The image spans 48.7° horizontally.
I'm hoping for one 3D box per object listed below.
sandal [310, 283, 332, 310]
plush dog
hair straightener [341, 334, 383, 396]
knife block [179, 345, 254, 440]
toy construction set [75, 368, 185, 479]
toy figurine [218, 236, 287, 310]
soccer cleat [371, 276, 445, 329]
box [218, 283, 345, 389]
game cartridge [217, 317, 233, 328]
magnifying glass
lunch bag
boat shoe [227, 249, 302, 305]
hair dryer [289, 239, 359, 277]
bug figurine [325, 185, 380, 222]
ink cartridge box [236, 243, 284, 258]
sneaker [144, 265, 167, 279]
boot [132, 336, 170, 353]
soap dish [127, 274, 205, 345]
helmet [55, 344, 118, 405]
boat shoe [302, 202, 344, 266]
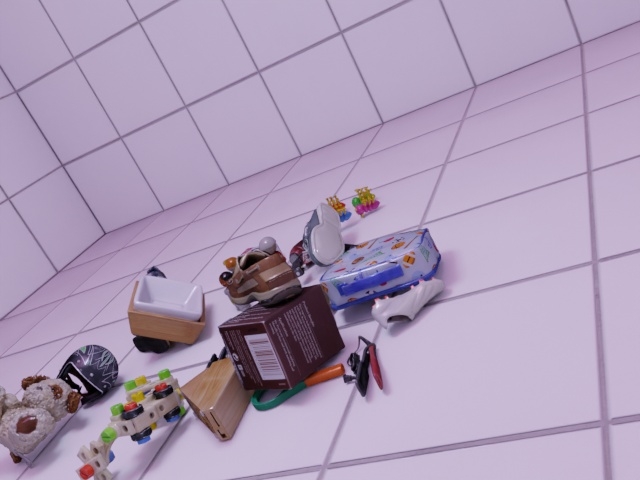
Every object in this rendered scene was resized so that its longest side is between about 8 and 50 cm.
[{"bbox_3d":[0.007,0.157,1.920,0.240,0.088,0.079,-40,-11,-52],"label":"sandal"},{"bbox_3d":[-0.782,0.475,1.954,0.262,0.211,0.225,17,40,28],"label":"plush dog"},{"bbox_3d":[0.081,0.266,1.516,0.089,0.047,0.230,-25,18,7],"label":"hair straightener"},{"bbox_3d":[-0.199,0.330,1.673,0.242,0.088,0.275,-35,19,-20],"label":"knife block"},{"bbox_3d":[-0.444,0.421,1.672,0.215,0.151,0.328,-16,21,32],"label":"toy construction set"},{"bbox_3d":[-0.211,0.101,2.224,0.209,0.148,0.213,-23,19,13],"label":"toy figurine"},{"bbox_3d":[0.212,0.149,1.642,0.196,0.068,0.076,-20,58,-18],"label":"soccer cleat"},{"bbox_3d":[-0.087,0.223,1.623,0.167,0.169,0.203,-14,11,44],"label":"box"},{"bbox_3d":[-0.272,0.255,2.104,0.056,0.017,0.083,-29,18,-18],"label":"game cartridge"},{"bbox_3d":[-0.053,0.325,1.590,0.231,0.026,0.092,-24,18,16],"label":"magnifying glass"},{"bbox_3d":[0.148,0.076,1.794,0.303,0.115,0.243,-21,11,19],"label":"lunch bag"},{"bbox_3d":[-0.145,0.079,1.684,0.122,0.120,0.324,-26,8,-27],"label":"boat shoe"},{"bbox_3d":[0.011,0.040,2.241,0.223,0.080,0.293,-11,24,-1],"label":"hair dryer"},{"bbox_3d":[0.100,-0.115,2.493,0.216,0.072,0.279,-21,13,1],"label":"bug figurine"},{"bbox_3d":[-0.219,0.068,2.461,0.150,0.063,0.109,-12,23,40],"label":"ink cartridge box"},{"bbox_3d":[-0.615,0.185,2.615,0.111,0.121,0.300,-29,18,-4],"label":"sneaker"},{"bbox_3d":[-0.499,0.291,2.248,0.197,0.077,0.137,-4,24,48],"label":"boot"},{"bbox_3d":[-0.477,0.215,2.202,0.228,0.118,0.291,12,12,-12],"label":"soap dish"},{"bbox_3d":[-0.679,0.388,2.089,0.161,0.169,0.169,-40,14,17],"label":"helmet"},{"bbox_3d":[0.000,0.000,2.158,0.099,0.116,0.319,-48,19,26],"label":"boat shoe"}]
